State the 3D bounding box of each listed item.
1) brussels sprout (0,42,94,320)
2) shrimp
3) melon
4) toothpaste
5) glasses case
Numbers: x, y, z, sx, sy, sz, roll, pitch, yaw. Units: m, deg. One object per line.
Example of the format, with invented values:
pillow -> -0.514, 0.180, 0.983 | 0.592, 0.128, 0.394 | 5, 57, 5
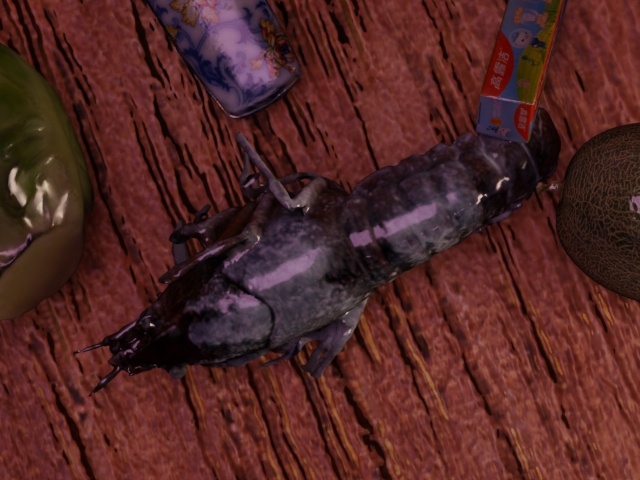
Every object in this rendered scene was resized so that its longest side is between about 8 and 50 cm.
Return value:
brussels sprout -> -0.300, -0.053, 1.460 | 0.244, 0.244, 0.244 | -1, 87, 9
shrimp -> -0.003, 0.003, 1.431 | 0.410, 0.166, 0.221 | -22, 110, 12
melon -> 0.260, -0.020, 1.392 | 0.192, 0.139, 0.139 | 15, 89, 6
toothpaste -> 0.164, -0.172, 1.405 | 0.044, 0.070, 0.193 | 12, 56, 10
glasses case -> -0.107, -0.217, 1.501 | 0.087, 0.065, 0.248 | -33, 81, 7
